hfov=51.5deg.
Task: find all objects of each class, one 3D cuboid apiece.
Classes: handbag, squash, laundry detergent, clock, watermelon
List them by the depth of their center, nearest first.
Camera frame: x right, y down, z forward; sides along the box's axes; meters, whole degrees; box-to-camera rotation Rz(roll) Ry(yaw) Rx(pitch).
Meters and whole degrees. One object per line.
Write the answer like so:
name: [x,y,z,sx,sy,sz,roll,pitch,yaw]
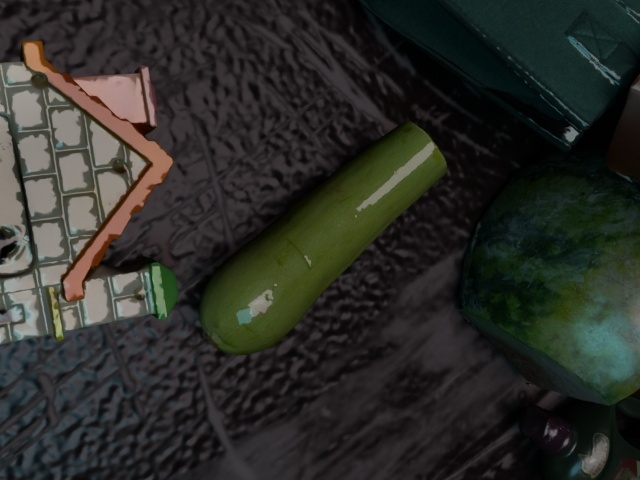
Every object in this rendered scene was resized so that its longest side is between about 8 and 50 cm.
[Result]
clock: [-0.238,-0.033,0.468,0.255,0.106,0.220,-9,97,-24]
squash: [0.000,0.000,0.562,0.250,0.083,0.083,-42,106,-13]
handbag: [0.187,-0.248,0.585,0.274,0.100,0.269,39,75,1]
watermelon: [0.290,0.001,0.650,0.305,0.224,0.180,-44,151,-15]
laundry detergent: [0.298,0.223,0.693,0.221,0.078,0.144,37,79,-16]

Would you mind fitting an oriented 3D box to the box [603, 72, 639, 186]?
box: [0.484,-0.139,0.504,0.344,0.122,0.385,36,78,23]
